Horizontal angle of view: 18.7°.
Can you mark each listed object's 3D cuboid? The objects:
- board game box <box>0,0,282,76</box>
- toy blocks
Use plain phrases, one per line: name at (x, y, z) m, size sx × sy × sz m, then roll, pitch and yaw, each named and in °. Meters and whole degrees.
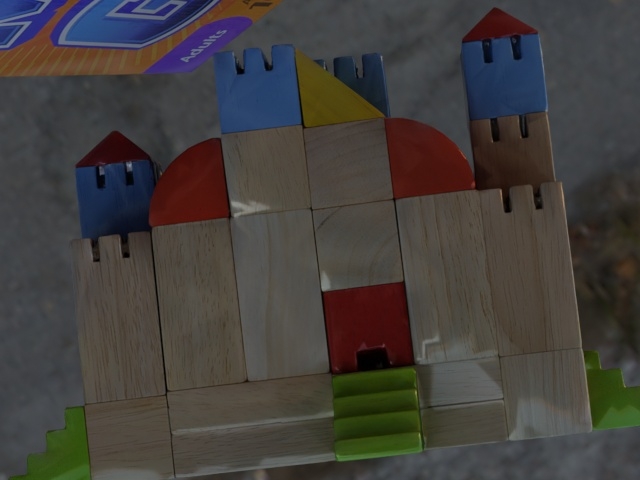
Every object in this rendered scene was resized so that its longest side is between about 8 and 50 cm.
board game box at (-0.153, -0.330, 1.094) m, size 0.356 × 0.356 × 0.356 m, roll -7°, pitch 160°, yaw -48°
toy blocks at (0.000, 0.000, 1.155) m, size 0.381 × 0.261 × 0.191 m, roll -7°, pitch 175°, yaw 3°
